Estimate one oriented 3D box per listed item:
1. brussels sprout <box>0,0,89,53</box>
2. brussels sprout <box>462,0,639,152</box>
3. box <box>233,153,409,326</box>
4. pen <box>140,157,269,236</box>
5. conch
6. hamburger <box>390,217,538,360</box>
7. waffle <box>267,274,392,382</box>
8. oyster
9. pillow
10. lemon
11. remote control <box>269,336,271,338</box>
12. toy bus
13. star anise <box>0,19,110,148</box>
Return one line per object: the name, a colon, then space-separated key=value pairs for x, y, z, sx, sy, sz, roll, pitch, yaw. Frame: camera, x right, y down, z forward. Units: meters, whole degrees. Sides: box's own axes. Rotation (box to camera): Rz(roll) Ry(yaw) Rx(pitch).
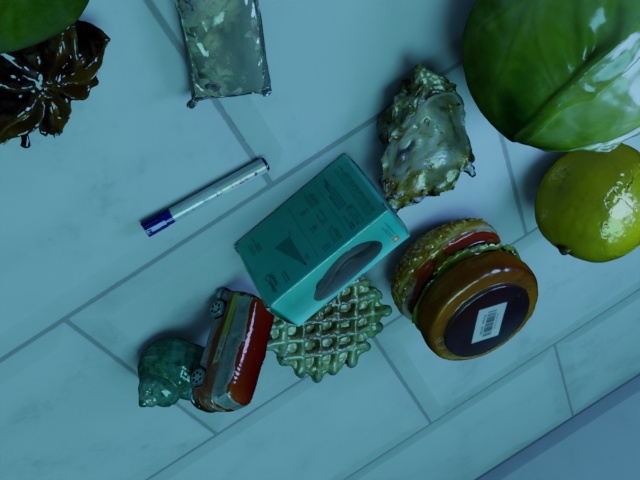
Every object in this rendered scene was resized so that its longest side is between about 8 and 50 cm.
brussels sprout: x=-0.404 y=-0.391 z=0.801 sx=0.314 sy=0.276 sz=0.371 roll=-12 pitch=134 yaw=-26
brussels sprout: x=0.449 y=-0.339 z=1.324 sx=0.361 sy=0.342 sz=0.425 roll=-40 pitch=128 yaw=-2
box: x=0.000 y=0.000 z=1.485 sx=0.311 sy=0.205 sz=0.118 roll=-40 pitch=136 yaw=6
pen: x=-0.220 y=-0.083 z=1.396 sx=0.269 sy=0.033 sz=0.033 roll=-29 pitch=139 yaw=-5
conch: x=-0.320 y=0.305 z=1.626 sx=0.202 sy=0.134 sz=0.196 roll=-17 pitch=122 yaw=-23
hamburger: x=0.343 y=0.112 z=1.770 sx=0.329 sy=0.250 sz=0.330 roll=-15 pitch=133 yaw=-17
waffle: x=0.009 y=0.192 z=1.726 sx=0.292 sy=0.056 sz=0.309 roll=-48 pitch=124 yaw=3
oyster: x=0.188 y=-0.202 z=1.485 sx=0.221 sy=0.096 sz=0.361 roll=-32 pitch=140 yaw=-3
pillow: x=-0.161 y=-0.334 z=1.172 sx=0.169 sy=0.059 sz=0.255 roll=-18 pitch=138 yaw=-16
lemon: x=0.666 y=-0.094 z=1.748 sx=0.297 sy=0.297 sz=0.297 roll=-17 pitch=137 yaw=-17
remote control: x=-0.042 y=0.196 z=1.768 sx=0.221 sy=0.042 sz=0.072 roll=-22 pitch=136 yaw=-12
toy bus: x=-0.186 y=0.241 z=1.567 sx=0.119 sy=0.265 sz=0.121 roll=-1 pitch=154 yaw=35
star anise: x=-0.410 y=-0.243 z=1.045 sx=0.220 sy=0.126 sz=0.190 roll=-45 pitch=178 yaw=-1
